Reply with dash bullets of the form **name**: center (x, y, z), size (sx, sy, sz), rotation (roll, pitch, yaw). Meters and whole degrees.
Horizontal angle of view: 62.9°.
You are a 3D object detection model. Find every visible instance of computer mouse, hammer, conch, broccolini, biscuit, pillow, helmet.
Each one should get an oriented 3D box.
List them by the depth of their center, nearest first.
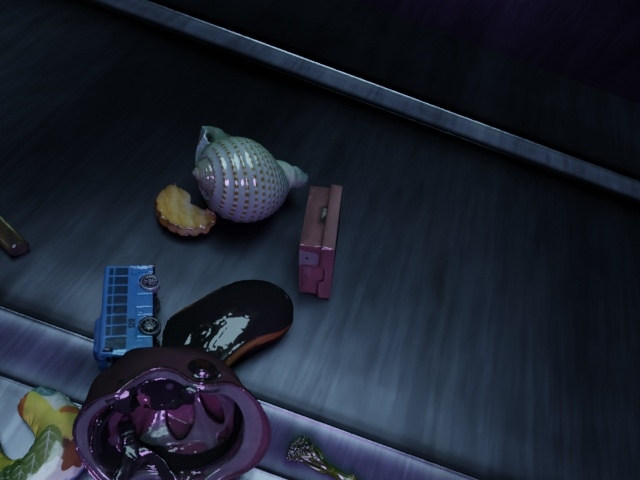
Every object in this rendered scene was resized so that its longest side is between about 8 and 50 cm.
- **pillow**: center (-0.539, 0.389, 0.949), size (0.214, 0.086, 0.233), rotation (34, 53, 25)
- **helmet**: center (-0.273, 0.315, 0.986), size (0.338, 0.271, 0.197), rotation (2, 22, -16)
- **broccolini**: center (0.034, 0.466, 1.066), size (0.216, 0.067, 0.058), rotation (27, 88, 6)
- **computer mouse**: center (-0.202, 0.187, 1.185), size (0.323, 0.116, 0.183), rotation (-29, 61, -33)
- **hammer**: center (-0.857, -0.115, 1.274), size (0.440, 0.044, 0.168), rotation (39, 51, 16)
- **biscuit**: center (-0.369, -0.068, 1.373), size (0.183, 0.061, 0.118), rotation (40, 54, 19)
- **conch**: center (-0.206, -0.162, 1.394), size (0.319, 0.215, 0.303), rotation (26, 12, -47)

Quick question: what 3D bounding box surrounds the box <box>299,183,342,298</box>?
- **box**: center (0.000, 0.000, 1.330), size (0.086, 0.215, 0.215), rotation (7, 51, 2)

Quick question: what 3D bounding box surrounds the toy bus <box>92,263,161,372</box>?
- **toy bus**: center (-0.414, 0.175, 1.130), size (0.133, 0.116, 0.234), rotation (1, 51, -18)
